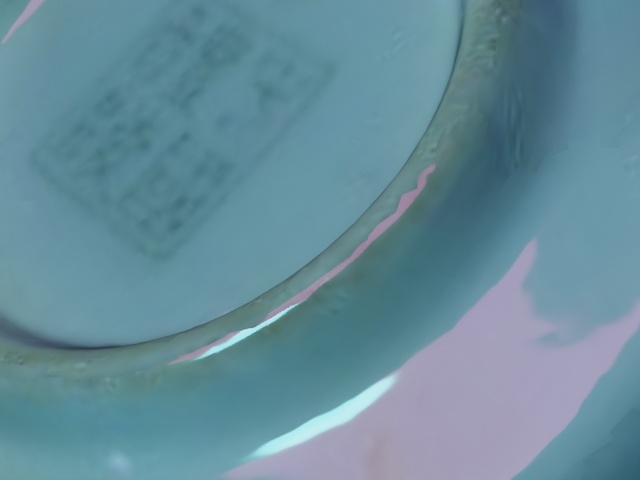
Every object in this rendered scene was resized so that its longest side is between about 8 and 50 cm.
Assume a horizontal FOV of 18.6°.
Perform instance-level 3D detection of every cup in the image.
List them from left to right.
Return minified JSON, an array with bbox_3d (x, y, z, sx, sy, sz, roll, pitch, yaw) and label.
[{"bbox_3d":[0.000,0.000,0.499,0.347,0.163,0.347,-14,53,20],"label":"cup"}]
